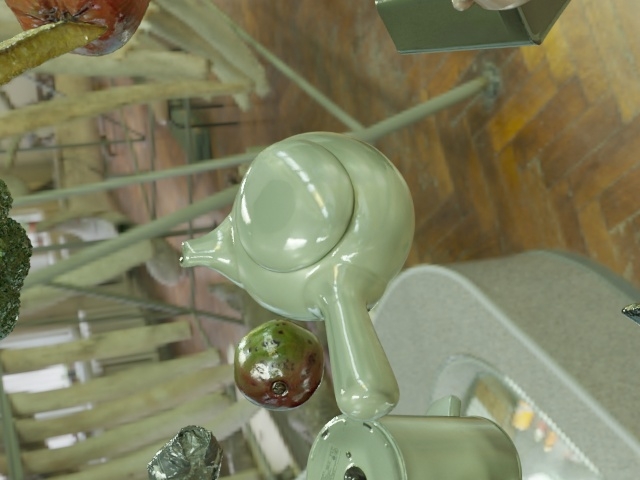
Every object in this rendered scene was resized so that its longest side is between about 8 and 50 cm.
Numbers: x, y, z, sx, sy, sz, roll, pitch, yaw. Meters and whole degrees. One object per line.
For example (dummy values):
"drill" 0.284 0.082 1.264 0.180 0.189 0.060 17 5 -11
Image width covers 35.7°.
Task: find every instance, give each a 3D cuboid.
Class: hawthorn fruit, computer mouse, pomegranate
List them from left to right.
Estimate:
"hawthorn fruit" -0.448 -0.494 1.892 0.300 0.275 0.275 -56 -8 -36
"pomegranate" -0.059 0.172 1.387 0.159 0.129 0.130 125 138 -87
"computer mouse" 0.229 0.365 1.873 0.231 0.079 0.128 80 -168 -69

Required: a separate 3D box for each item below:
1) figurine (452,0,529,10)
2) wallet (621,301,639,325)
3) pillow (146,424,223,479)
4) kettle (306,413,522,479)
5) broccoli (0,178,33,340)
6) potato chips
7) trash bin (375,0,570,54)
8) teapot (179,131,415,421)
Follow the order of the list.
"figurine" 0.214 -0.335 1.174 0.138 0.125 0.125 -18 79 49
"wallet" 0.517 0.148 1.294 0.025 0.244 0.124 -58 8 -19
"pillow" -0.283 0.539 2.084 0.092 0.161 0.335 37 131 53
"kettle" 0.176 0.372 1.565 0.265 0.318 0.205 -22 67 40
"broccoli" -0.468 0.025 1.150 0.270 0.270 0.270 -47 19 22
"potato chips" -0.461 -0.196 1.323 0.080 0.407 0.057 56 156 -21
"trash bin" 0.222 -0.358 1.424 0.240 0.164 0.122 3 135 46
"teapot" 0.020 0.014 1.006 0.318 0.149 0.220 38 95 34
